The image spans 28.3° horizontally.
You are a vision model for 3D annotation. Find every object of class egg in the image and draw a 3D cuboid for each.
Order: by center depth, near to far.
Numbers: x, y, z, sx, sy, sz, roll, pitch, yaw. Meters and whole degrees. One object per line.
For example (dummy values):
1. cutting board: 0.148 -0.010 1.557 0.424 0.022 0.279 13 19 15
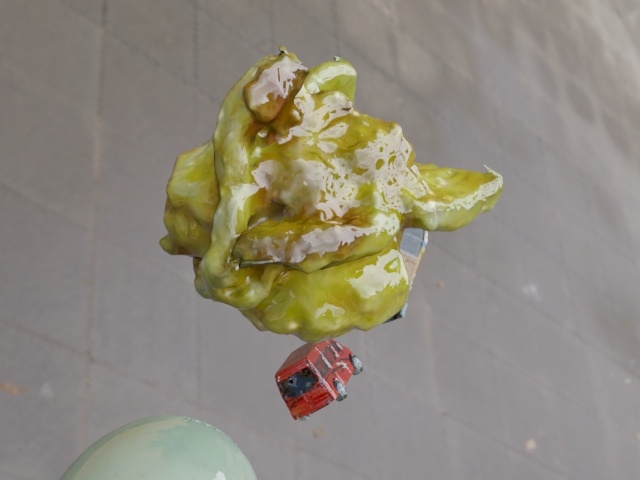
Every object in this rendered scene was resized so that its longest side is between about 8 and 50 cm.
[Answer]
1. egg: -0.158 0.277 1.175 0.203 0.203 0.282 52 31 -13

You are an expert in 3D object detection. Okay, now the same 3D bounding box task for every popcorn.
1. popcorn: -0.009 -0.049 1.385 0.321 0.290 0.325 20 48 -30

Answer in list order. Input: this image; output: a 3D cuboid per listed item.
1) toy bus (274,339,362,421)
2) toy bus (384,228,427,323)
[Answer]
1. toy bus: -0.004 0.198 1.911 0.089 0.081 0.195 59 18 -4
2. toy bus: 0.000 0.000 1.808 0.275 0.138 0.167 24 74 -12
